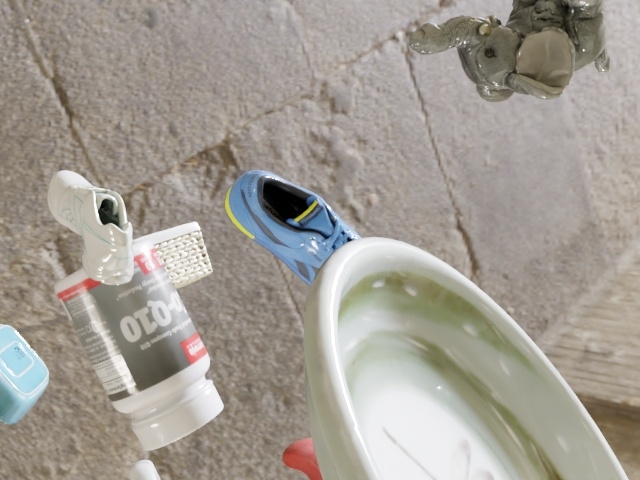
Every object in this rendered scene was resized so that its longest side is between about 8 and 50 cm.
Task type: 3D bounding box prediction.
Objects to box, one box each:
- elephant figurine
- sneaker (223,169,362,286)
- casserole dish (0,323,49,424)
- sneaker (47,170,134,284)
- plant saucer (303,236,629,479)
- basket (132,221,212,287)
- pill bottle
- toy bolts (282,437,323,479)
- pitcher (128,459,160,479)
[{"bbox_3d":[0.259,-0.252,1.219,0.239,0.186,0.169,-44,163,-10],"label":"elephant figurine"},{"bbox_3d":[0.000,0.000,0.925,0.209,0.082,0.069,35,69,-19],"label":"sneaker"},{"bbox_3d":[-0.369,0.149,1.071,0.037,0.188,0.114,-39,96,-2],"label":"casserole dish"},{"bbox_3d":[-0.202,-0.027,0.826,0.054,0.152,0.061,-6,129,-37],"label":"sneaker"},{"bbox_3d":[0.109,0.184,0.671,0.400,0.100,0.400,39,27,-24],"label":"plant saucer"},{"bbox_3d":[-0.293,0.044,1.643,0.167,0.113,0.103,-19,87,-49],"label":"basket"},{"bbox_3d":[-0.266,0.157,1.375,0.161,0.161,0.283,-29,94,-36],"label":"pill bottle"},{"bbox_3d":[0.078,0.194,0.968,0.228,0.158,0.218,-12,74,-57],"label":"toy bolts"},{"bbox_3d":[-0.102,0.271,0.700,0.125,0.207,0.177,-26,101,-11],"label":"pitcher"}]
